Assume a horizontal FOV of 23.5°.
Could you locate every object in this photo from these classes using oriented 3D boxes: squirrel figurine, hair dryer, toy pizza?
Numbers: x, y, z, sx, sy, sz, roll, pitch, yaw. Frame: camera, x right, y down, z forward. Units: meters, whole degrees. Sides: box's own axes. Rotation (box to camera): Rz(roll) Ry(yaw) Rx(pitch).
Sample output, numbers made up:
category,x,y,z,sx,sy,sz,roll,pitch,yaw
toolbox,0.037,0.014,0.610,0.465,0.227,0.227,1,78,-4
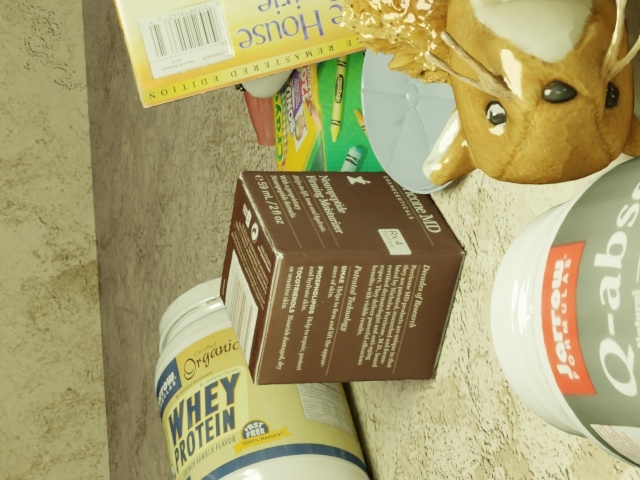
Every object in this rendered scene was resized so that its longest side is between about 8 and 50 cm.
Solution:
category,x,y,z,sx,sy,sz,roll,pitch,yaw
squirrel figurine,0.153,-0.227,1.213,0.397,0.281,0.370,-179,77,-85
hair dryer,-0.091,-0.230,1.991,0.293,0.080,0.224,71,-152,-53
toy pizza,0.106,-0.148,1.570,0.201,0.032,0.201,16,109,57

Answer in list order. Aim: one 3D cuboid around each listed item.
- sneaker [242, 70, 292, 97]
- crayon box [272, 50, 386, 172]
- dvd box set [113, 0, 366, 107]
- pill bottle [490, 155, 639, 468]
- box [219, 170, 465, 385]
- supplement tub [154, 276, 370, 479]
category,x,y,z,sx,sy,sz,roll,pitch,yaw
sneaker,-0.075,-0.291,1.751,0.106,0.123,0.290,-114,32,-44
crayon box,0.005,-0.172,1.826,0.165,0.081,0.278,146,121,-67
dvd box set,-0.093,-0.378,1.597,0.062,0.307,0.420,-130,25,-73
pill bottle,0.252,0.040,0.910,0.363,0.210,0.210,164,104,-71
box,0.016,0.036,1.620,0.168,0.203,0.167,-118,32,-52
supplement tub,-0.078,0.220,1.873,0.228,0.228,0.316,109,153,-46
